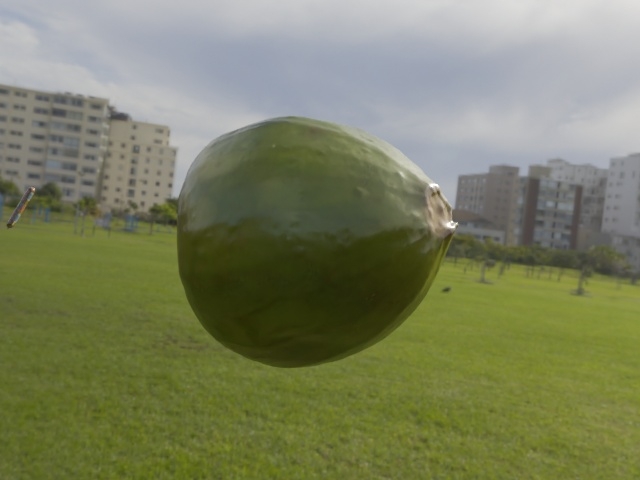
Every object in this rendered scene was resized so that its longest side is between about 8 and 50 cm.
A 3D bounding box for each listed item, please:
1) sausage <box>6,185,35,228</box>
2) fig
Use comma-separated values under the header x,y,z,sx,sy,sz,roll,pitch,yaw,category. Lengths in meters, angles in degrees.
x,y,z,sx,sy,sz,roll,pitch,yaw,category
-0.602,-0.067,1.323,0.015,0.100,0.015,23,-16,7,sausage
-0.009,-0.005,0.837,0.343,0.344,0.343,7,0,0,fig
